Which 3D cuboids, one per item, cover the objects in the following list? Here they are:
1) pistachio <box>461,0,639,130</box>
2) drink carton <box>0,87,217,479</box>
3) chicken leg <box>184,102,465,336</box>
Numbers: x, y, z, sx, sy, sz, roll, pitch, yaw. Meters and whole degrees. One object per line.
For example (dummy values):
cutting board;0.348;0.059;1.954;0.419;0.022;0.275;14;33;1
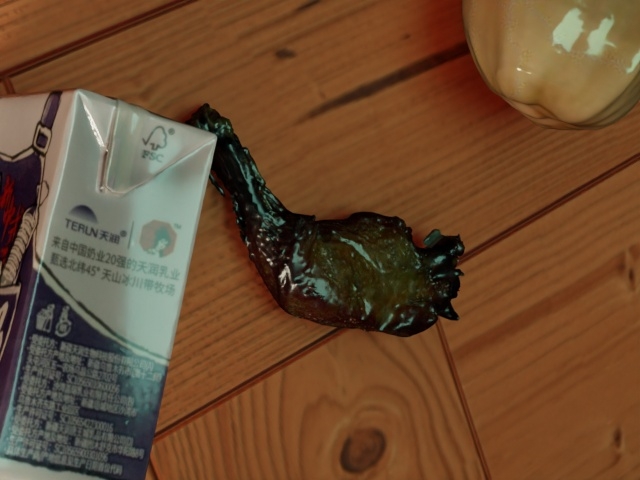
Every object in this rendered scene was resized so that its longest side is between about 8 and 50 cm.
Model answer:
pistachio;0.181;-0.183;1.179;0.157;0.157;0.229;31;61;-33
drink carton;-0.152;0.030;0.951;0.102;0.134;0.222;17;81;-34
chicken leg;0.000;0.000;1.114;0.253;0.051;0.106;31;67;-32
